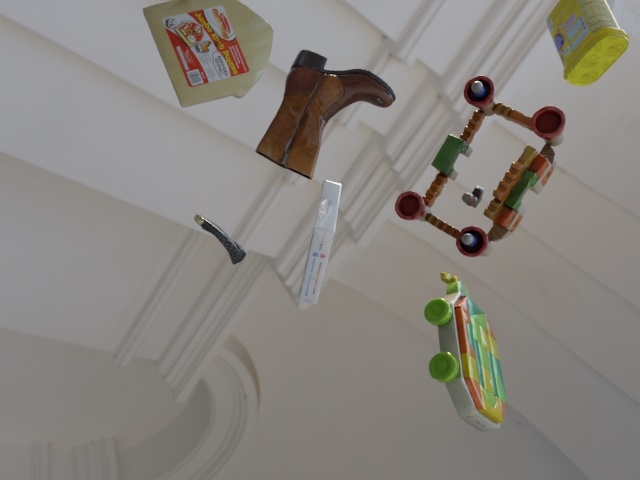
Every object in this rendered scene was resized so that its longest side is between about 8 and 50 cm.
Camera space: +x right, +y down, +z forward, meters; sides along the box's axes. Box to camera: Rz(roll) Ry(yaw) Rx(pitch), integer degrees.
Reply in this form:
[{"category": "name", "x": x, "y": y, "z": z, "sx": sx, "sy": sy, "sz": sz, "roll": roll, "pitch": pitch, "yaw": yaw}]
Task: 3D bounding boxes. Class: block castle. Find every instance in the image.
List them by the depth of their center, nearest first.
[{"category": "block castle", "x": 0.445, "y": -0.196, "z": 1.552, "sx": 0.303, "sy": 0.213, "sz": 0.453, "roll": 35, "pitch": -81, "yaw": 27}]

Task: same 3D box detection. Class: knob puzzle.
[{"category": "knob puzzle", "x": -0.168, "y": -0.320, "z": 0.915, "sx": 0.030, "sy": 0.213, "sz": 0.213, "roll": 151, "pitch": -46, "yaw": -70}]

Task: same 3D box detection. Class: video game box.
[{"category": "video game box", "x": 0.000, "y": 0.000, "z": 1.175, "sx": 0.205, "sy": 0.048, "sz": 0.187, "roll": -80, "pitch": 180, "yaw": -56}]

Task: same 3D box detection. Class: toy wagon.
[{"category": "toy wagon", "x": 0.308, "y": 0.213, "z": 1.172, "sx": 0.068, "sy": 0.267, "sz": 0.344, "roll": -21, "pitch": -130, "yaw": 29}]

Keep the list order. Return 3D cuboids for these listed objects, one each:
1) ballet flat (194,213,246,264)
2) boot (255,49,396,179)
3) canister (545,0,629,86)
[{"category": "ballet flat", "x": -0.261, "y": -0.003, "z": 1.427, "sx": 0.049, "sy": 0.173, "sz": 0.057, "roll": -44, "pitch": -158, "yaw": 2}, {"category": "boot", "x": 0.017, "y": -0.277, "z": 1.300, "sx": 0.096, "sy": 0.264, "sz": 0.280, "roll": 153, "pitch": -43, "yaw": -75}, {"category": "canister", "x": 0.523, "y": -0.414, "z": 1.105, "sx": 0.126, "sy": 0.073, "sz": 0.169, "roll": 121, "pitch": -31, "yaw": -56}]
